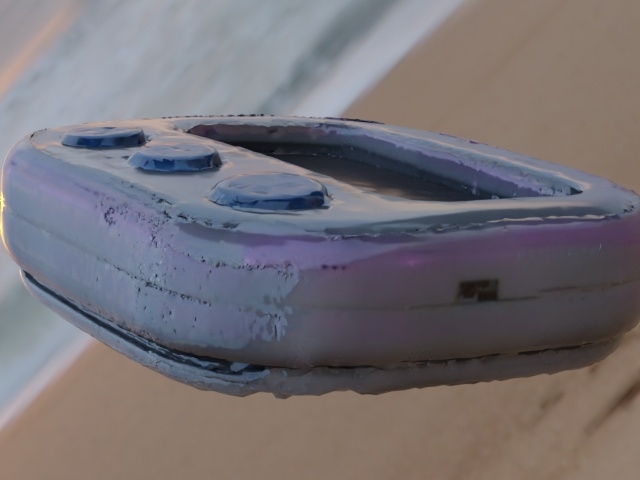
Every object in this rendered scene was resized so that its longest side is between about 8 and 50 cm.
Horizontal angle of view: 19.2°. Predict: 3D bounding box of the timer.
[{"bbox_3d":[0.000,0.000,0.655,0.208,0.191,0.069,20,110,54],"label":"timer"}]
